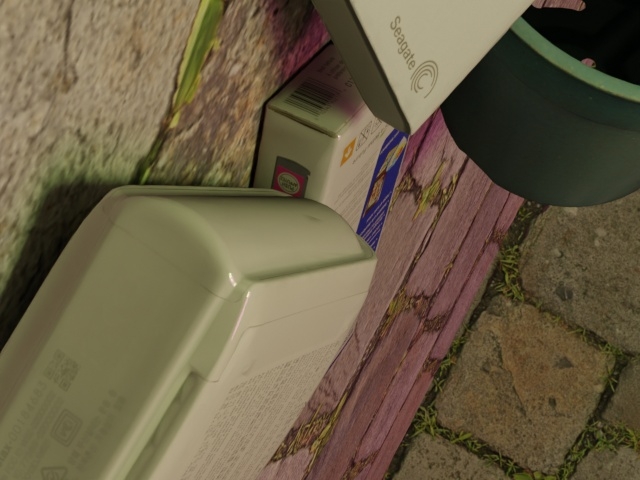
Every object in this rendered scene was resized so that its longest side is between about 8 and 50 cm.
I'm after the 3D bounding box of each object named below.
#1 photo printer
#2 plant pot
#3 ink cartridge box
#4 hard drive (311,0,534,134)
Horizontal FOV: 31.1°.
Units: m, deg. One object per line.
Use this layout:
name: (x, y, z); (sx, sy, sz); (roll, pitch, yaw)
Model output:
photo printer: (-0.082, 0.087, 0.689); (0.256, 0.107, 0.307); (-58, 167, 11)
plant pot: (0.250, -0.198, 0.990); (0.341, 0.341, 0.334); (-58, 173, -17)
ink cartridge box: (0.000, 0.000, 0.943); (0.175, 0.069, 0.370); (-50, 159, -43)
hard drive: (0.126, -0.257, 0.687); (0.353, 0.047, 0.233); (-47, 146, -9)
